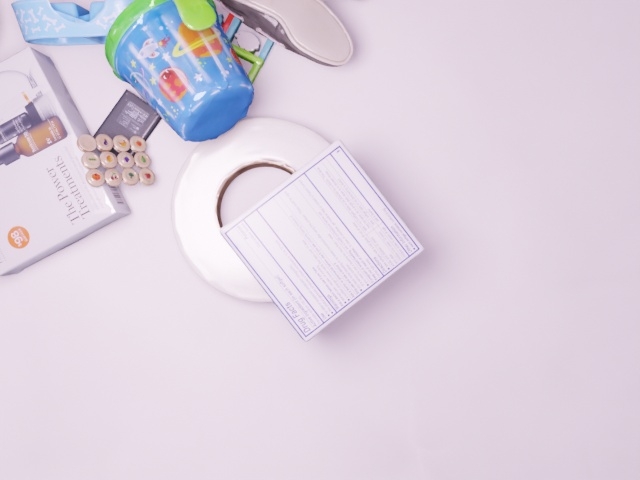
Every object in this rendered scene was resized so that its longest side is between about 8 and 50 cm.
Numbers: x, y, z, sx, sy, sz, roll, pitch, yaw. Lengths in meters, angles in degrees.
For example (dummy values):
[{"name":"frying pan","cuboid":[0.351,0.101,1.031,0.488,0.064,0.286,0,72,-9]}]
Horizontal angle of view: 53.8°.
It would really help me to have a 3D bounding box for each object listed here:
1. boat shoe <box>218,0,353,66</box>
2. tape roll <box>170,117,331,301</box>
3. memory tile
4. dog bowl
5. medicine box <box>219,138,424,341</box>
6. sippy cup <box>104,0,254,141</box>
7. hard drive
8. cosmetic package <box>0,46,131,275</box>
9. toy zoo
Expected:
[{"name":"boat shoe","cuboid":[-0.081,-0.468,1.307,0.335,0.095,0.112,31,85,-8]},{"name":"tape roll","cuboid":[-0.115,-0.063,1.332,0.392,0.072,0.392,0,89,-2]},{"name":"memory tile","cuboid":[-0.411,-0.163,1.277,0.148,0.012,0.113,-7,76,-43]},{"name":"dog bowl","cuboid":[-0.466,-0.443,1.284,0.297,0.166,0.074,-2,101,-3]},{"name":"medicine box","cuboid":[0.000,0.000,1.226,0.289,0.149,0.263,-38,91,-2]},{"name":"sippy cup","cuboid":[-0.249,-0.317,1.198,0.240,0.305,0.224,-38,77,9]},{"name":"hard drive","cuboid":[-0.413,-0.240,1.346,0.094,0.022,0.135,35,88,-1]},{"name":"cosmetic package","cuboid":[-0.610,-0.157,1.294,0.284,0.097,0.377,-28,90,5]},{"name":"toy zoo","cuboid":[-0.171,-0.496,1.354,0.192,0.030,0.293,26,88,-2]}]
